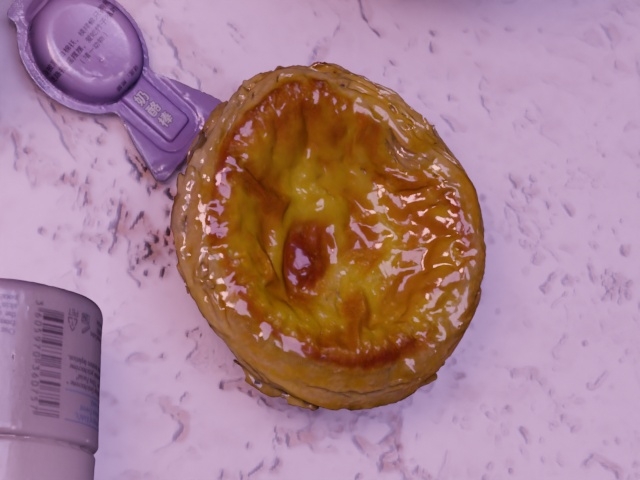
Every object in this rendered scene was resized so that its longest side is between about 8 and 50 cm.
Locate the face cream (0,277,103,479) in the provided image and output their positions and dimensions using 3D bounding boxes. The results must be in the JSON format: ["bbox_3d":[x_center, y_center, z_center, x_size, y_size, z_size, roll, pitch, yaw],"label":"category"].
[{"bbox_3d":[-0.248,0.115,1.161,0.177,0.177,0.153,7,73,-23],"label":"face cream"}]

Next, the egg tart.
[{"bbox_3d":[0.000,0.000,1.338,0.294,0.116,0.295,6,76,-26],"label":"egg tart"}]

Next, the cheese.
[{"bbox_3d":[-0.175,-0.140,1.330,0.191,0.042,0.105,42,66,-11],"label":"cheese"}]
